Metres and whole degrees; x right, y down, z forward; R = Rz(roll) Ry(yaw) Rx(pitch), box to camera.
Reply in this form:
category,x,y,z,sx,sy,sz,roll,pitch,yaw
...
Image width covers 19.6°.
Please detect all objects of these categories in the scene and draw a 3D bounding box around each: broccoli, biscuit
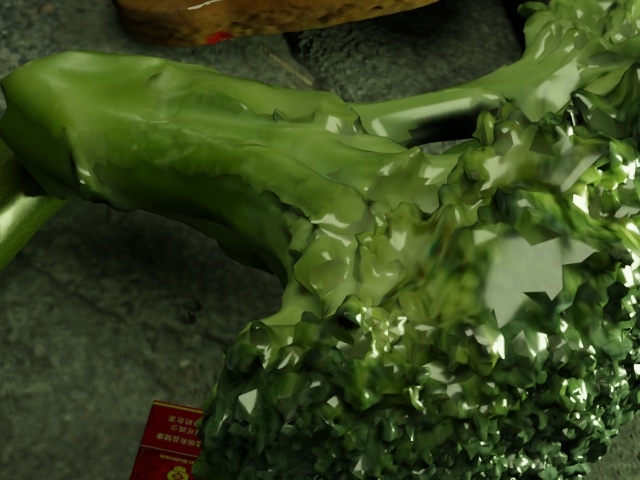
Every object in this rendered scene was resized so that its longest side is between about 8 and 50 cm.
category,x,y,z,sx,sy,sz,roll,pitch,yaw
broccoli,-0.005,0.014,0.946,0.397,0.275,0.353,7,23,6
biscuit,-0.014,-0.248,1.293,0.277,0.052,0.262,-11,53,3

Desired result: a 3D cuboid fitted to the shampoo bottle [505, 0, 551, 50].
category,x,y,z,sx,sy,sz,roll,pitch,yaw
shampoo bottle,0.167,-0.208,1.289,0.098,0.071,0.309,-8,51,-12

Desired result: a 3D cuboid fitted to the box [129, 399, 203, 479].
category,x,y,z,sx,sy,sz,roll,pitch,yaw
box,-0.076,0.129,1.013,0.051,0.023,0.082,10,50,4

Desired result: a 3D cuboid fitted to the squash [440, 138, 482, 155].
category,x,y,z,sx,sy,sz,roll,pitch,yaw
squash,0.224,-0.010,1.106,0.395,0.107,0.107,8,50,3

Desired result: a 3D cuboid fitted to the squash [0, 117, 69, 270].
category,x,y,z,sx,sy,sz,roll,pitch,yaw
squash,-0.186,-0.032,1.113,0.069,0.069,0.258,30,53,19
